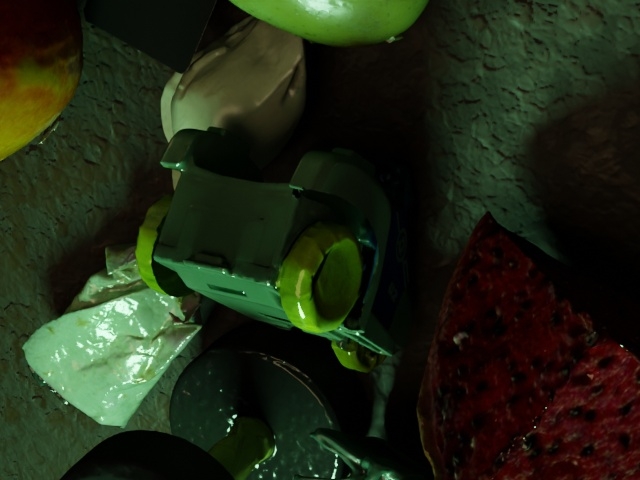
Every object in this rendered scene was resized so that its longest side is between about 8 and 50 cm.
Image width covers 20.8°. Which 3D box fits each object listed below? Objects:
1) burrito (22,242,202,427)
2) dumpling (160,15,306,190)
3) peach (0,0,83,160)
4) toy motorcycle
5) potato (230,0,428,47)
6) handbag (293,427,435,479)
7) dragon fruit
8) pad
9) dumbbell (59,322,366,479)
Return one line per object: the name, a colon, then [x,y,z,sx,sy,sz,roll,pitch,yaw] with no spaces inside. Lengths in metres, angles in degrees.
burrito: [-0.208,0.092,1.844,0.144,0.089,0.229,37,125,-9]
dumpling: [-0.086,-0.138,1.671,0.229,0.124,0.151,-49,50,29]
peach: [-0.406,-0.200,1.646,0.290,0.372,0.372,-39,92,31]
toy motorcycle: [0.000,0.000,1.609,0.191,0.326,0.200,12,81,33]
potato: [-0.023,-0.297,1.506,0.304,0.216,0.216,37,124,21]
handbag: [0.147,0.283,1.652,0.326,0.238,0.089,24,85,21]
dragon fruit: [0.262,0.155,1.505,0.330,0.302,0.240,21,166,-8]
pad: [-0.160,-0.236,1.668,0.157,0.003,0.112,31,103,34]
dumbbell: [-0.105,0.232,1.712,0.204,0.322,0.203,10,116,22]
